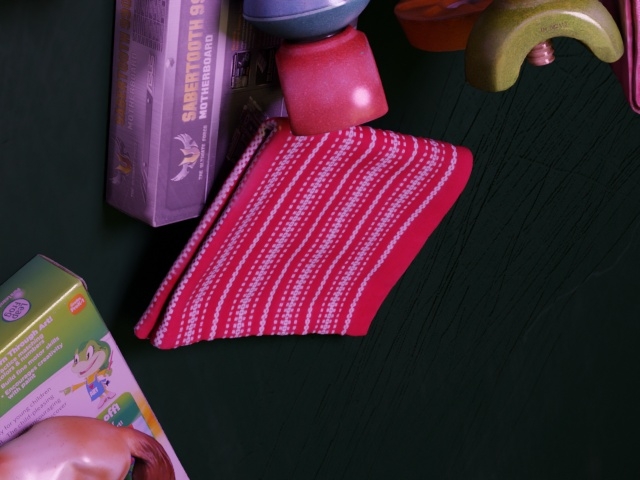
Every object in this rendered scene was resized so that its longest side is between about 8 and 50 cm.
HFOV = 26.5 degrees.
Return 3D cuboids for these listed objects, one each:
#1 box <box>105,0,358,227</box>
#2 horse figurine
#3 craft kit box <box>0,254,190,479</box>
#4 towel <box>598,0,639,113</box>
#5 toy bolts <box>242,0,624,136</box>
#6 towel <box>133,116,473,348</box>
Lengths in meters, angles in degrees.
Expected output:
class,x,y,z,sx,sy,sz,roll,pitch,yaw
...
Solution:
class,x,y,z,sx,sy,sz,roll,pitch,yaw
box,-0.054,-0.138,0.932,0.183,0.056,0.231,-17,122,-43
horse figurine,-0.188,0.178,0.869,0.263,0.066,0.175,-13,126,-42
craft kit box,-0.222,0.178,0.923,0.250,0.061,0.247,-43,140,-24
towel,0.182,-0.272,0.951,0.037,0.329,0.237,-12,130,1
toy bolts,0.055,-0.186,0.885,0.228,0.218,0.159,-16,113,-5
towel,0.000,0.000,1.030,0.275,0.031,0.199,3,126,-56
